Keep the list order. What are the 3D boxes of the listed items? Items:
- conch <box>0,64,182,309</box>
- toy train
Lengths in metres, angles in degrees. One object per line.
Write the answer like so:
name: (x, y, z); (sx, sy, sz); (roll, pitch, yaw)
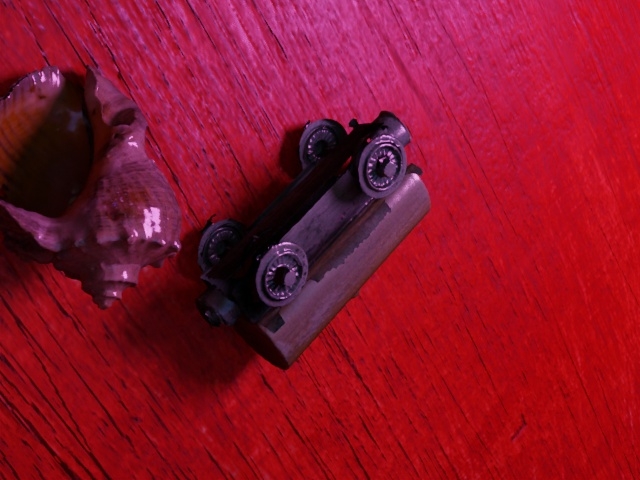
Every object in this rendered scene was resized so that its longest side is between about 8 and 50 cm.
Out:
conch: (-0.217, -0.054, 0.928); (0.178, 0.163, 0.245); (24, 54, -51)
toy train: (0.006, 0.003, 1.104); (0.307, 0.126, 0.189); (-47, 121, -20)
